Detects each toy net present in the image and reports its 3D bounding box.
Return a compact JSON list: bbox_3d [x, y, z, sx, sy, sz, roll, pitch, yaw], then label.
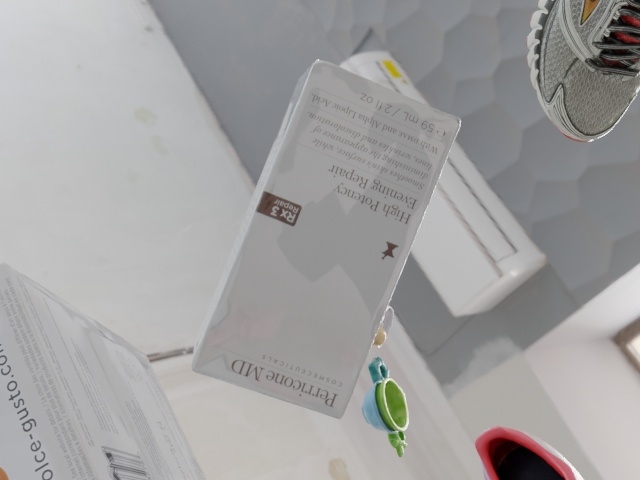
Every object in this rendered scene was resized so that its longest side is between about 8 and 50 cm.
[{"bbox_3d":[0.090,0.161,0.962,0.122,0.045,0.232,44,-147,-39],"label":"toy net"}]

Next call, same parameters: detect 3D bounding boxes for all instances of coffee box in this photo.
[{"bbox_3d":[-0.331,0.294,0.763,0.337,0.334,0.338,57,176,25],"label":"coffee box"}]

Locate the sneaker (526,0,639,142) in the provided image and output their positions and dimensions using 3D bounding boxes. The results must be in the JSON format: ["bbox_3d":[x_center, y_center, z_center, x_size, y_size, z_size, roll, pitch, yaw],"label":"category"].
[{"bbox_3d":[0.195,-0.158,0.451,0.088,0.225,0.092,1,-139,-6],"label":"sneaker"}]

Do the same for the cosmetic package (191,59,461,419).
[{"bbox_3d":[0.000,0.000,0.528,0.117,0.231,0.085,20,-179,-10],"label":"cosmetic package"}]

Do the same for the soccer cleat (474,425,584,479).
[{"bbox_3d":[0.207,0.234,0.531,0.095,0.083,0.248,41,-176,-42],"label":"soccer cleat"}]
